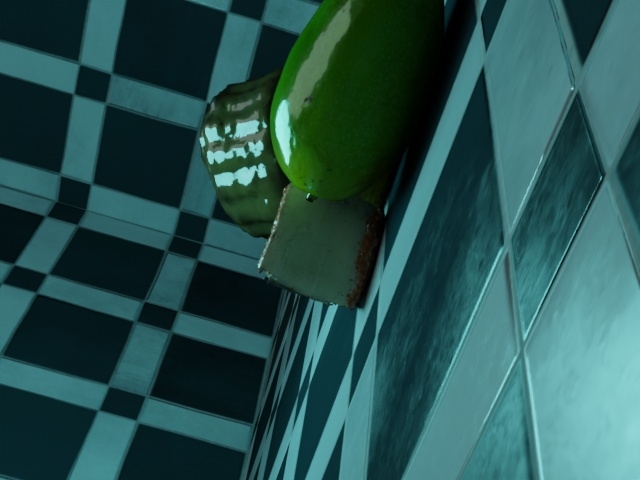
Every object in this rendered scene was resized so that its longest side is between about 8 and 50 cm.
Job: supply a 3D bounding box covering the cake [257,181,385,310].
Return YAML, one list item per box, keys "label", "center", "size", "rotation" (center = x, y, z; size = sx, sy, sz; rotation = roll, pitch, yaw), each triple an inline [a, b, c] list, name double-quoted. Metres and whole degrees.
- label: "cake"
  center: [0.000, 0.000, 1.564]
  size: [0.262, 0.158, 0.159]
  rotation: [-126, 56, -87]

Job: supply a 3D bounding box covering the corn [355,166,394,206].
- label: "corn"
  center: [0.069, -0.087, 1.565]
  size: [0.085, 0.063, 0.165]
  rotation: [-46, -24, -58]

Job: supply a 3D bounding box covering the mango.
- label: "mango"
  center: [0.056, -0.232, 1.386]
  size: [0.225, 0.201, 0.381]
  rotation: [-64, -5, -70]

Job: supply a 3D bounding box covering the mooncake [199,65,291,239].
- label: "mooncake"
  center: [-0.071, -0.155, 1.906]
  size: [0.324, 0.187, 0.323]
  rotation: [18, -112, -57]
